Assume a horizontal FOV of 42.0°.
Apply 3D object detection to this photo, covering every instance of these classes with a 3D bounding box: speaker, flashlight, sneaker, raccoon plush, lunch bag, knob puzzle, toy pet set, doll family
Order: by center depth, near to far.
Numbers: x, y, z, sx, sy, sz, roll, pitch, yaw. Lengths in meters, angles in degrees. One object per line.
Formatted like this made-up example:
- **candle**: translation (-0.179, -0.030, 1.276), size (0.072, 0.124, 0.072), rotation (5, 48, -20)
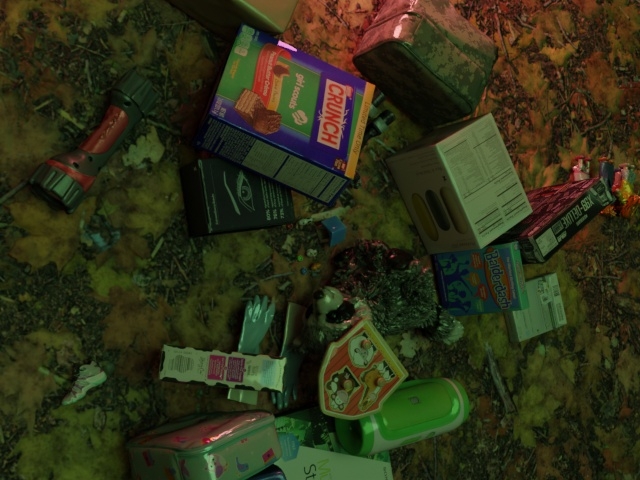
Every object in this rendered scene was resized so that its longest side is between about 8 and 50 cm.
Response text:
- **lunch bag**: translation (-0.218, 0.387, 1.557), size (0.224, 0.279, 0.108), rotation (-18, 95, -43)
- **sneaker**: translation (-0.457, 0.258, 1.562), size (0.098, 0.038, 0.069), rotation (-39, 104, -39)
- **flashlight**: translation (-0.428, -0.196, 1.589), size (0.103, 0.103, 0.304), rotation (39, 68, -20)
- **knob puzzle**: translation (0.075, 0.279, 1.680), size (0.213, 0.030, 0.213), rotation (-4, 97, -28)
- **speaker**: translation (0.182, 0.382, 1.827), size (0.296, 0.131, 0.131), rotation (-7, 89, -33)
- **raccoon plush**: translation (0.146, 0.207, 1.837), size (0.446, 0.216, 0.299), rotation (37, 69, -23)
- **toy pet set**: translation (0.000, 0.000, 1.854), size (0.114, 0.065, 0.122), rotation (-22, 97, -31)
- **lunch bag**: translation (0.263, -0.455, 1.978), size (0.305, 0.212, 0.256), rotation (35, 69, -25)
- **doll family**: translation (0.818, -0.141, 2.345), size (0.262, 0.118, 0.163), rotation (11, 79, -31)

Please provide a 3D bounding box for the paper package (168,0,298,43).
- **paper package**: translation (-0.174, -0.619, 1.752), size (0.309, 0.168, 0.325), rotation (30, 69, -26)

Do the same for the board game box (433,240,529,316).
- **board game box**: translation (0.383, 0.095, 1.995), size (0.047, 0.210, 0.160), rotation (-10, 89, -53)

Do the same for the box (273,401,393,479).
- **box**: translation (0.006, 0.470, 1.813), size (0.322, 0.058, 0.232), rotation (-10, 90, -34)

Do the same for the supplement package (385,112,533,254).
- **supplement package**: translation (0.330, -0.131, 1.993), size (0.198, 0.199, 0.263), rotation (-32, 102, -30)

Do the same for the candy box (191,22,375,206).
- **candy box**: translation (-0.068, -0.257, 1.709), size (0.317, 0.122, 0.268), rotation (23, 55, -15)

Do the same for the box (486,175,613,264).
- **box**: translation (0.544, -0.043, 2.093), size (0.307, 0.242, 0.077), rotation (-36, 103, -30)

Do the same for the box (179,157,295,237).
- **box**: translation (-0.172, -0.094, 1.731), size (0.207, 0.108, 0.153), rotation (-7, 88, -32)

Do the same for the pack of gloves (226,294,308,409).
- **pack of gloves**: translation (-0.113, 0.238, 1.783), size (0.195, 0.046, 0.232), rotation (24, 72, -43)

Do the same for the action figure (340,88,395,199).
- **action figure**: translation (0.056, -0.213, 1.898), size (0.285, 0.099, 0.185), rotation (-48, 116, -22)

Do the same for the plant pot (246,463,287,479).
- **plant pot**: translation (-0.159, 0.550, 1.587), size (0.235, 0.212, 0.236), rotation (-15, 93, -8)

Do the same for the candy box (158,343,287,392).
- **candy box**: translation (-0.189, 0.248, 1.610), size (0.233, 0.159, 0.071), rotation (6, 81, -6)

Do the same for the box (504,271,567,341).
- **box**: translation (0.562, 0.175, 2.201), size (0.186, 0.038, 0.145), rotation (-15, 92, -33)
